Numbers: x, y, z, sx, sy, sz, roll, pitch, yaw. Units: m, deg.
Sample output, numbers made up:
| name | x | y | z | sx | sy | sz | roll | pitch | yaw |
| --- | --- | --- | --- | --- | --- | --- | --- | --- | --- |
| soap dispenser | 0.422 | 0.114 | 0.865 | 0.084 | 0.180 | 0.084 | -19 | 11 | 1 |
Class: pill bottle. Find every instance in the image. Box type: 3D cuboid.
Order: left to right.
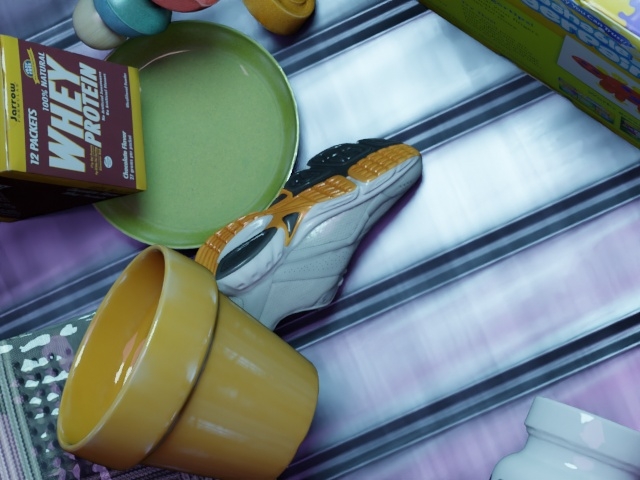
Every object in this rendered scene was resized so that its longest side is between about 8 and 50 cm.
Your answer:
| name | x | y | z | sx | sy | sz | roll | pitch | yaw |
| --- | --- | --- | --- | --- | --- | --- | --- | --- | --- |
| pill bottle | 0.213 | 0.288 | 1.365 | 0.153 | 0.153 | 0.265 | 20 | 87 | 11 |

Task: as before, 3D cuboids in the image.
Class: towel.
| name | x | y | z | sx | sy | sz | roll | pitch | yaw |
| --- | --- | --- | --- | --- | --- | --- | --- | --- | --- |
| towel | -0.201 | 0.225 | 1.448 | 0.312 | 0.056 | 0.324 | -15 | 84 | -13 |

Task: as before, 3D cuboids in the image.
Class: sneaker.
| name | x | y | z | sx | sy | sz | roll | pitch | yaw |
| --- | --- | --- | --- | --- | --- | --- | --- | --- | --- |
| sneaker | 0.000 | 0.000 | 1.479 | 0.262 | 0.121 | 0.099 | -34 | 33 | -14 |

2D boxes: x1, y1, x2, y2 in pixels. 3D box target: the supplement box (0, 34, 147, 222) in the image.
| name | x | y | z | sx | sy | sz | roll | pitch | yaw |
| --- | --- | --- | --- | --- | --- | --- | --- | --- | --- |
| supplement box | -0.308 | -0.103 | 1.450 | 0.194 | 0.191 | 0.129 | -11 | 80 | 33 |

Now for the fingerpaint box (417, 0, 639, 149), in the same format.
| name | x | y | z | sx | sy | sz | roll | pitch | yaw |
| --- | --- | --- | --- | --- | --- | --- | --- | --- | --- |
| fingerpaint box | 0.236 | -0.250 | 1.324 | 0.445 | 0.371 | 0.163 | 36 | 89 | 12 |

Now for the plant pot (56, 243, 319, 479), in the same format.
| name | x | y | z | sx | sy | sz | roll | pitch | yaw |
| --- | --- | --- | --- | --- | --- | --- | --- | --- | --- |
| plant pot | -0.112 | 0.134 | 1.362 | 0.188 | 0.205 | 0.205 | 28 | 87 | -21 |

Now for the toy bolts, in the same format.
| name | x | y | z | sx | sy | sz | roll | pitch | yaw |
| --- | --- | --- | --- | --- | --- | --- | --- | --- | --- |
| toy bolts | -0.144 | -0.256 | 1.493 | 0.158 | 0.228 | 0.218 | -27 | 108 | 36 |

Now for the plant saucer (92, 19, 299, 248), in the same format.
| name | x | y | z | sx | sy | sz | roll | pitch | yaw |
| --- | --- | --- | --- | --- | --- | --- | --- | --- | --- |
| plant saucer | -0.137 | -0.108 | 1.533 | 0.241 | 0.037 | 0.241 | -1 | 82 | 10 |
